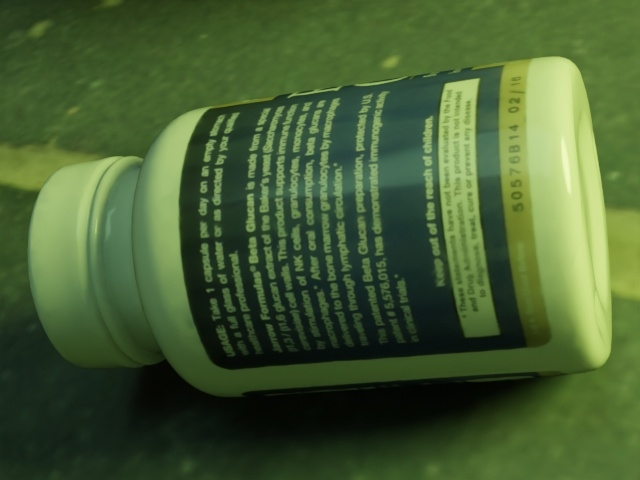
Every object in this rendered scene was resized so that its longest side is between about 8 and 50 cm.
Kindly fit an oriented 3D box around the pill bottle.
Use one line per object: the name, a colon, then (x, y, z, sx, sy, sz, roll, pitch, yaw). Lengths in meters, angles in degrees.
pill bottle: (0.000, 0.000, 0.374, 0.169, 0.094, 0.094, -6, 45, 17)
